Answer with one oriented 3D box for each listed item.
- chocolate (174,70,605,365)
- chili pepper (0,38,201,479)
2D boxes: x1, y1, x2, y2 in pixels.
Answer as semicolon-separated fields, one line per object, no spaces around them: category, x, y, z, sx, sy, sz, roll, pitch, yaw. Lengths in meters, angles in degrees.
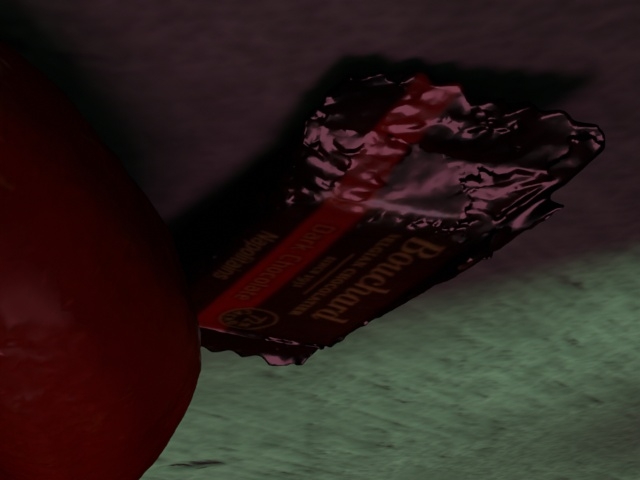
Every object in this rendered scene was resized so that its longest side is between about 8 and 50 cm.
chocolate;0.000;0.000;0.480;0.086;0.028;0.182;10;155;-25
chili pepper;-0.102;0.025;0.450;0.137;0.092;0.368;15;150;-9
